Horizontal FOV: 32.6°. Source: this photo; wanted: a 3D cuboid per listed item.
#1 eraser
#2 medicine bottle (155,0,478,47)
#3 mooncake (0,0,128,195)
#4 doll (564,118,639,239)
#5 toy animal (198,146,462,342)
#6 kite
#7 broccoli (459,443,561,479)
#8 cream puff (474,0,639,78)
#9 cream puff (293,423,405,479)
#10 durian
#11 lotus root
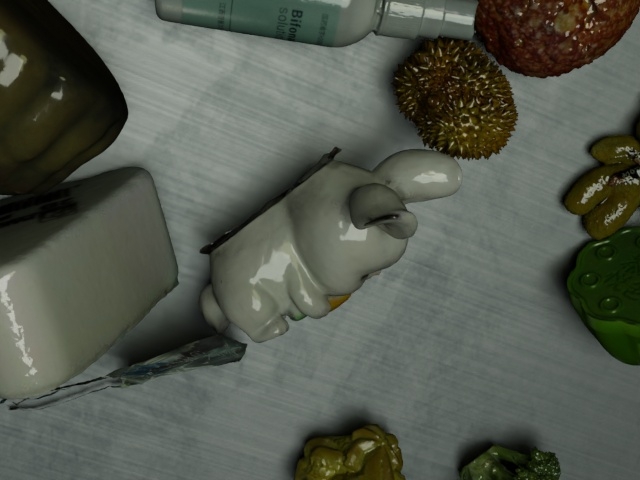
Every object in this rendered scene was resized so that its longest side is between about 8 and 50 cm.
[{"bbox_3d":[-0.302,0.030,1.207,0.331,0.331,0.150,-14,106,-8],"label":"eraser"},{"bbox_3d":[-0.001,-0.272,1.210,0.351,0.110,0.110,8,103,-4],"label":"medicine bottle"},{"bbox_3d":[-0.337,-0.176,1.104,0.161,0.290,0.290,-42,109,7],"label":"mooncake"},{"bbox_3d":[0.411,-0.086,1.386,0.137,0.097,0.209,44,100,-5],"label":"doll"},{"bbox_3d":[0.000,-0.001,1.253,0.154,0.208,0.325,52,132,-4],"label":"toy animal"},{"bbox_3d":[-0.235,0.168,1.312,0.309,0.169,0.015,-16,75,4],"label":"kite"},{"bbox_3d":[0.254,0.342,1.457,0.162,0.146,0.138,-40,78,16],"label":"broccoli"},{"bbox_3d":[0.270,-0.311,1.263,0.240,0.164,0.240,-1,103,-6],"label":"cream puff"},{"bbox_3d":[0.045,0.305,1.401,0.156,0.121,0.156,-1,101,-7],"label":"cream puff"},{"bbox_3d":[0.161,-0.166,1.281,0.137,0.168,0.158,-24,81,29],"label":"durian"},{"bbox_3d":[0.421,0.100,1.415,0.186,0.186,0.186,-3,106,-11],"label":"lotus root"}]
